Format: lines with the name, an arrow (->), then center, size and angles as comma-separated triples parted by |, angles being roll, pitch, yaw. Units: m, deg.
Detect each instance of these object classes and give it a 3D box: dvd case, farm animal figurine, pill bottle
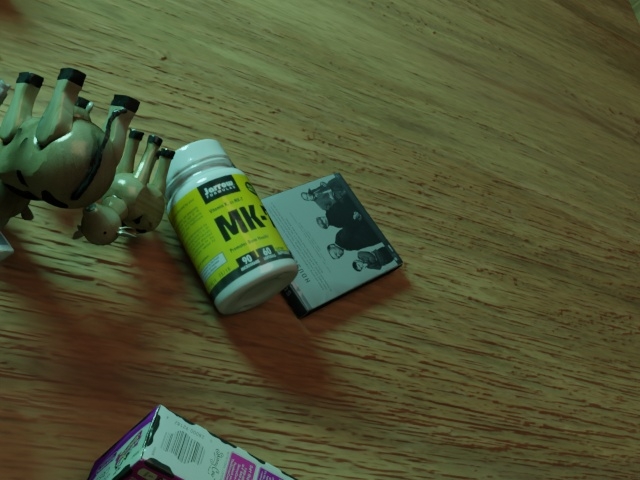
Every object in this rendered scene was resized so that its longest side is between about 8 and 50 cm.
dvd case -> 0.000, 0.000, 1.516 | 0.238, 0.029, 0.179 | -23, 75, -48
farm animal figurine -> -0.302, -0.081, 1.162 | 0.330, 0.327, 0.172 | 20, 80, -24
pill bottle -> -0.127, -0.019, 1.350 | 0.119, 0.119, 0.208 | -14, 68, -47

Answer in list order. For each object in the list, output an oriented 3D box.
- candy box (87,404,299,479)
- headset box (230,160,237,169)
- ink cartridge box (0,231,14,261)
candy box -> -0.114, 0.281, 1.079 | 0.233, 0.159, 0.071 | 31, 43, -17
headset box -> -0.150, -0.093, 1.458 | 0.083, 0.032, 0.062 | 51, 39, 7
ink cartridge box -> -0.443, -0.009, 1.011 | 0.208, 0.206, 0.045 | 53, 1, 4
